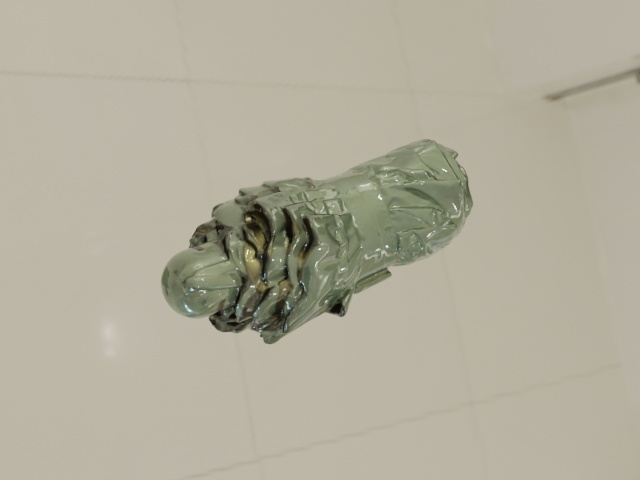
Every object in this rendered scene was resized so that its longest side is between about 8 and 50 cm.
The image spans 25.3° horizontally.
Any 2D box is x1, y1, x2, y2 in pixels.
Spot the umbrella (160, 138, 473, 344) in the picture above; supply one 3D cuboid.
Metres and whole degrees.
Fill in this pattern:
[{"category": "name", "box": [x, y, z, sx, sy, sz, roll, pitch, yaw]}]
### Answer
[{"category": "umbrella", "box": [0.000, 0.000, 0.569, 0.143, 0.067, 0.062, -19, 72, -34]}]
